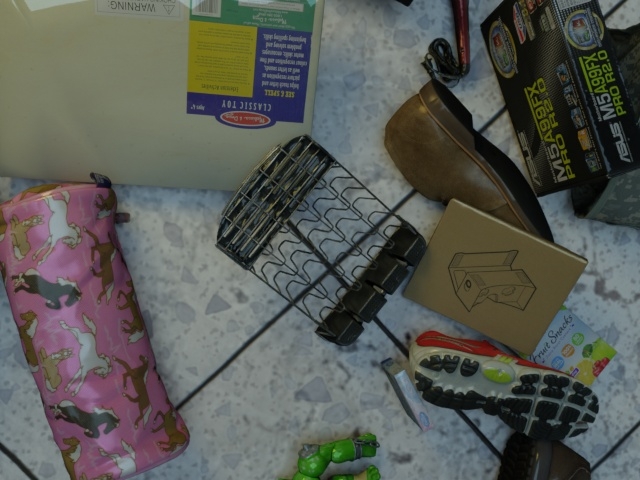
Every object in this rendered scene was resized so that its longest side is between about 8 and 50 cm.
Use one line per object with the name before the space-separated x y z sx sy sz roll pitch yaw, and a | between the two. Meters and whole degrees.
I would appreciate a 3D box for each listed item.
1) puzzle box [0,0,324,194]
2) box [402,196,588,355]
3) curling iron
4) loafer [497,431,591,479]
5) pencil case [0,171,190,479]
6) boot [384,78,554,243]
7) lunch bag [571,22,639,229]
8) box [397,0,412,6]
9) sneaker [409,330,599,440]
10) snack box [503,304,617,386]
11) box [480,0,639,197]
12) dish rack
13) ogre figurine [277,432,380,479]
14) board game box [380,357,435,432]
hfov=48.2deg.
puzzle box | -0.207 -0.201 0.919 0.409 0.052 0.272 3 115 -8
box | 0.239 0.052 0.997 0.201 0.021 0.164 26 112 5
curling iron | 0.185 -0.357 1.019 0.068 0.035 0.274 3 92 -7
loafer | 0.306 0.457 1.012 0.130 0.134 0.365 15 90 -7
pencil case | -0.291 0.116 0.914 0.167 0.160 0.386 -15 93 -15
boot | 0.215 -0.081 1.018 0.115 0.112 0.305 -38 102 26
lunch bag | 0.500 -0.145 1.003 0.235 0.169 0.287 6 99 -11
box | 0.087 -0.468 0.935 0.184 0.103 0.261 23 70 -10
sneaker | 0.258 0.188 1.005 0.279 0.118 0.107 20 111 -7
snack box | 0.350 0.157 1.055 0.141 0.037 0.100 40 86 -6
box | 0.310 -0.201 0.940 0.060 0.216 0.270 -18 90 -7
dish rack | 0.000 0.000 0.960 0.271 0.074 0.208 40 86 -21
ogre figurine | 0.005 0.363 0.997 0.118 0.097 0.197 19 105 -25
board game box | 0.121 0.215 1.003 0.020 0.090 0.090 -28 95 -5
